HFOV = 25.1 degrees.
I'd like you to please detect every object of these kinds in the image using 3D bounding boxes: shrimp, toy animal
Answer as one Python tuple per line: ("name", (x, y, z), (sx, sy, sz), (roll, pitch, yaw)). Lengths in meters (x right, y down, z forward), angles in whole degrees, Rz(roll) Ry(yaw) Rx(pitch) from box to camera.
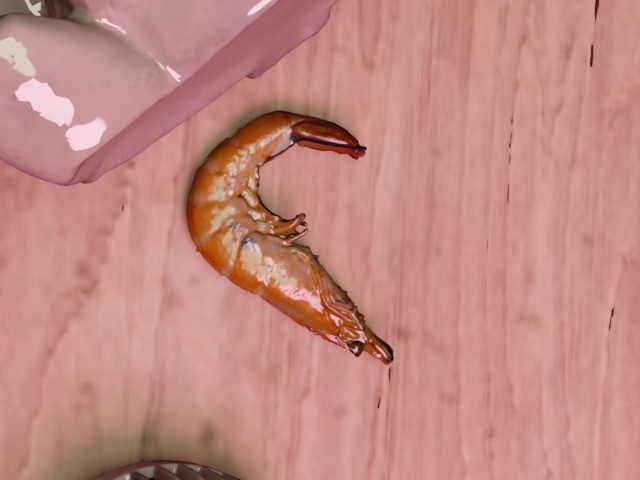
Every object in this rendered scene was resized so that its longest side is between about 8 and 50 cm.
("shrimp", (0.000, 0.000, 0.656), (0.091, 0.025, 0.127), (-44, 99, -11))
("toy animal", (-0.089, -0.185, 0.552), (0.271, 0.206, 0.265), (-39, 89, 9))

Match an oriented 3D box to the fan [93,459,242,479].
("fan", (-0.032, 0.207, 0.635), (0.130, 0.074, 0.244), (-41, 107, -22))
